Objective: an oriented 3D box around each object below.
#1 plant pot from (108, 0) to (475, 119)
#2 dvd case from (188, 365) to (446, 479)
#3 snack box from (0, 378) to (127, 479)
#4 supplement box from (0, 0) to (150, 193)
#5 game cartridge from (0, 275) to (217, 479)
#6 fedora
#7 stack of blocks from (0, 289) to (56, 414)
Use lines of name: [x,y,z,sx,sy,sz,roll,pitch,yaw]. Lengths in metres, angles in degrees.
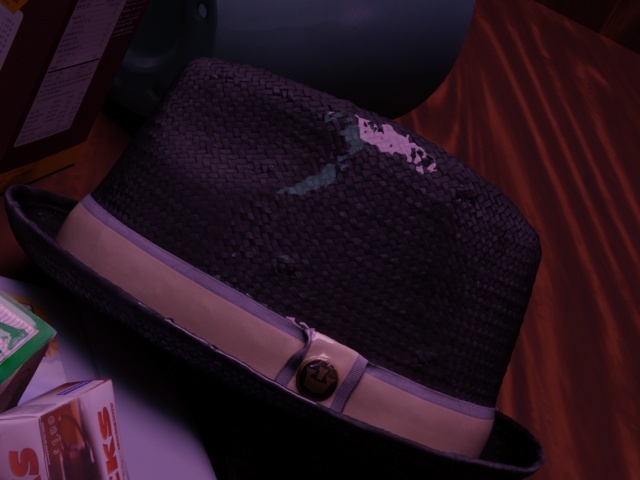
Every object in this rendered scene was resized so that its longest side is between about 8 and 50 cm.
plant pot: [-0.061,-0.209,1.130,0.293,0.293,0.235,40,40,26]
dvd case: [0.034,0.142,0.807,0.221,0.018,0.164,20,22,-20]
snack box: [-0.078,0.141,0.486,0.022,0.178,0.064,-8,4,13]
supplement box: [-0.227,-0.167,0.927,0.191,0.194,0.129,33,22,8]
game cartridge: [-0.185,0.076,0.641,0.297,0.062,0.198,16,21,-29]
fedora: [0.000,0.000,0.802,0.334,0.152,0.334,28,3,-2]
stack of blocks: [-0.202,0.099,0.429,0.171,0.087,0.297,35,33,3]
